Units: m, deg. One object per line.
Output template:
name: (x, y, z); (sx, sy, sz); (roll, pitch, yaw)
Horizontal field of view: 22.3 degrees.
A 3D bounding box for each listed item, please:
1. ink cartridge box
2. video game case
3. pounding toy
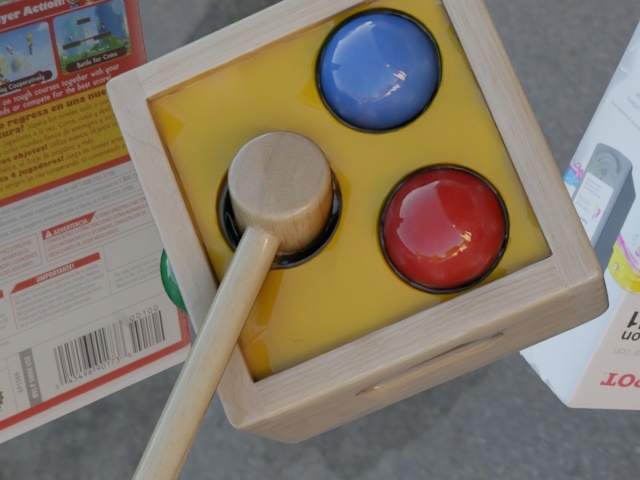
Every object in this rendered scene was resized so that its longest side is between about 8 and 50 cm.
ink cartridge box: (0.312, -0.016, 1.307); (0.131, 0.226, 0.306); (54, 130, 49)
video game case: (-0.163, -0.038, 0.706); (0.204, 0.285, 0.025); (-23, 30, -31)
pounding toy: (0.000, 0.000, 0.468); (0.141, 0.100, 0.130); (-23, 75, 7)
